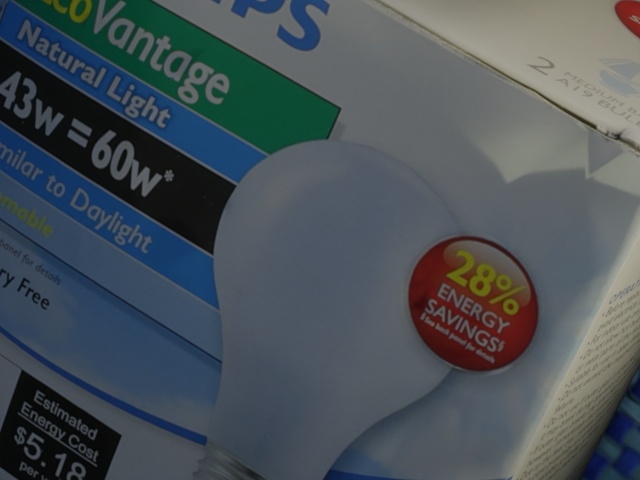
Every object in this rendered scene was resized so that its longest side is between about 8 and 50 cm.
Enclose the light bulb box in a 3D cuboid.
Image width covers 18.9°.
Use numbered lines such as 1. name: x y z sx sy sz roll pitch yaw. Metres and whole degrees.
1. light bulb box: 0.000 0.000 1.056 0.358 0.225 0.361 31 117 16
